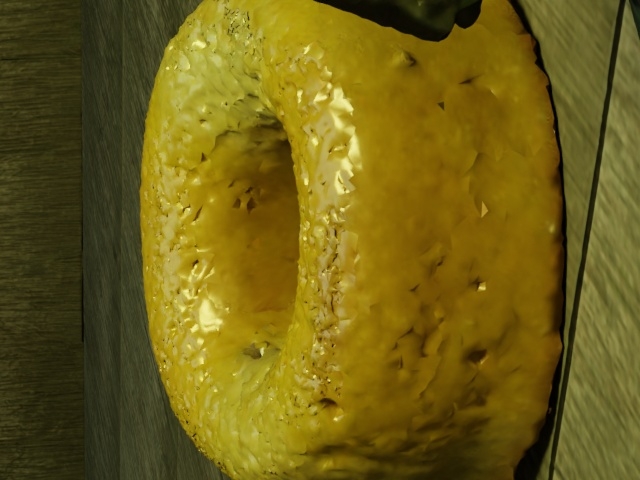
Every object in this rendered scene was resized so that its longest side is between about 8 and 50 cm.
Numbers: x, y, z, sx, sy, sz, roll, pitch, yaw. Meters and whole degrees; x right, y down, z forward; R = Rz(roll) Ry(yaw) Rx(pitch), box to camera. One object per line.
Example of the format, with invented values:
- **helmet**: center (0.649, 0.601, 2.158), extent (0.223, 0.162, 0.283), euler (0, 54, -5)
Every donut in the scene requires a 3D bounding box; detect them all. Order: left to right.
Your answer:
- **donut**: center (0.000, -0.003, 0.853), extent (0.277, 0.108, 0.278), euler (14, 106, 59)

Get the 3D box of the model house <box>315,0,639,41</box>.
- **model house**: center (0.044, -0.127, 0.519), extent (0.218, 0.205, 0.279), euler (64, -175, 38)
